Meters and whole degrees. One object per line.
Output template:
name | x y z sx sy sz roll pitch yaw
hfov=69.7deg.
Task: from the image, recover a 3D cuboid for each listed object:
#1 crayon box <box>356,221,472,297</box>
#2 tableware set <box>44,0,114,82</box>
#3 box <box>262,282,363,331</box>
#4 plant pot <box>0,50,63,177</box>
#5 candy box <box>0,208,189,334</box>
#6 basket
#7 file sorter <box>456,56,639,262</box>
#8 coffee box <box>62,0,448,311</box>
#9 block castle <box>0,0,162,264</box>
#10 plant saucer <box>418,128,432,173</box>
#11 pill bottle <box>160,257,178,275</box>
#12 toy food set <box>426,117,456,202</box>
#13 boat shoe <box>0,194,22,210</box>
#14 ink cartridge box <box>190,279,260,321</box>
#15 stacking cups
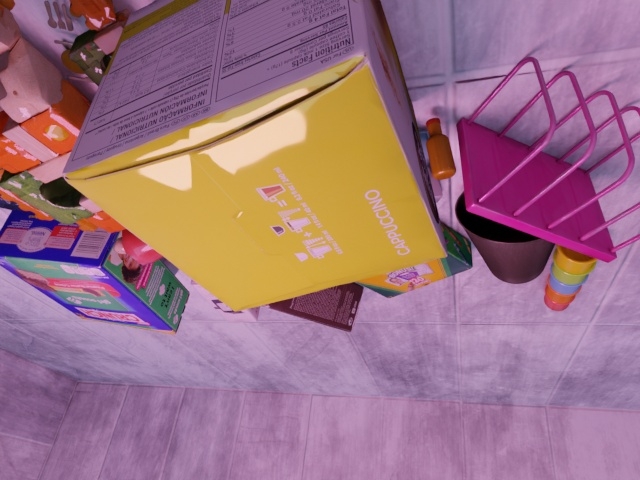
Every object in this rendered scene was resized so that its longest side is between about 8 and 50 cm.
crayon box | 0.215 0.048 1.157 0.165 0.081 0.278 28 143 -28
tableware set | -0.380 -0.324 0.756 0.104 0.024 0.154 6 147 -10
box | -0.069 0.121 1.165 0.191 0.143 0.381 11 170 35
plant pot | -0.525 -0.199 0.808 0.256 0.256 0.274 -23 152 39
candy box | -0.475 0.076 0.989 0.268 0.122 0.317 4 150 15
basket | 0.404 -0.010 0.967 0.204 0.154 0.227 8 156 29
file sorter | 0.399 -0.129 0.731 0.291 0.202 0.182 18 144 -15
coffee box | -0.050 -0.147 0.625 0.338 0.334 0.337 -16 142 18
block castle | -0.350 -0.181 0.684 0.213 0.303 0.453 -19 144 16
plant saucer | 0.194 -0.148 0.913 0.067 0.018 0.192 -5 145 20
pill bottle | -0.498 -0.006 1.147 0.169 0.169 0.301 -21 138 38
toy food set | 0.170 -0.129 0.873 0.111 0.104 0.232 -7 166 -2
boat shoe | -0.734 -0.128 1.092 0.089 0.109 0.258 -25 152 31
ink cartridge box | -0.239 0.099 1.252 0.100 0.172 0.237 -1 147 14
stacking cups | 0.602 0.088 1.137 0.096 0.096 0.316 -1 150 13
